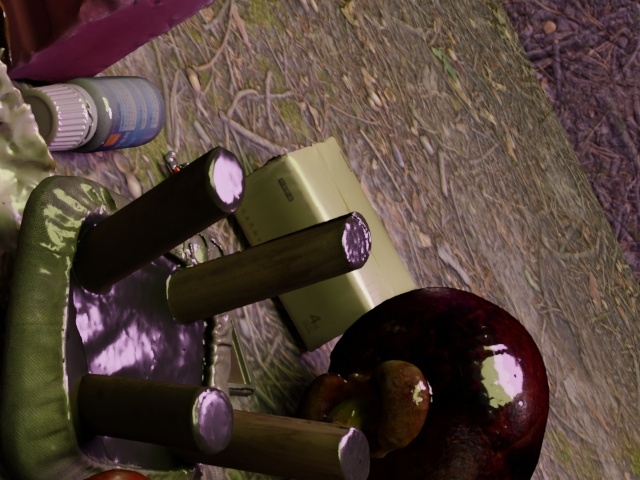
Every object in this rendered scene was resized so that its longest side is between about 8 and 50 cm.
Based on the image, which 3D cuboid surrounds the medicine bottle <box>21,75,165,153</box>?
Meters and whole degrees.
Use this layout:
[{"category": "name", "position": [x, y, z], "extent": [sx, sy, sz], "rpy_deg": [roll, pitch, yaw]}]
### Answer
[{"category": "medicine bottle", "position": [-0.250, -0.136, 1.603], "extent": [0.203, 0.083, 0.083], "rpy_deg": [-13, 76, -64]}]

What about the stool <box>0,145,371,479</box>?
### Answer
[{"category": "stool", "position": [-0.115, 0.098, 1.390], "extent": [0.310, 0.226, 0.310], "rpy_deg": [24, 63, -52]}]

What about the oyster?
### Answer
[{"category": "oyster", "position": [-0.329, -0.068, 1.387], "extent": [0.201, 0.107, 0.354], "rpy_deg": [-55, 131, -47]}]

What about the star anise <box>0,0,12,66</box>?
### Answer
[{"category": "star anise", "position": [-0.382, -0.262, 1.407], "extent": [0.099, 0.214, 0.220], "rpy_deg": [-136, -129, -76]}]

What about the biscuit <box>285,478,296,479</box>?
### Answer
[{"category": "biscuit", "position": [0.004, 0.342, 1.658], "extent": [0.124, 0.026, 0.175], "rpy_deg": [16, 51, -55]}]

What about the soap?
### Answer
[{"category": "soap", "position": [-0.278, -0.370, 1.616], "extent": [0.128, 0.233, 0.359], "rpy_deg": [14, 53, -59]}]

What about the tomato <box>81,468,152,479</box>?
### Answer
[{"category": "tomato", "position": [-0.184, 0.264, 1.246], "extent": [0.189, 0.173, 0.099], "rpy_deg": [43, 14, -31]}]

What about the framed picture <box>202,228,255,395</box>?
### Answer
[{"category": "framed picture", "position": [-0.184, 0.062, 1.605], "extent": [0.289, 0.016, 0.213], "rpy_deg": [13, 53, -57]}]

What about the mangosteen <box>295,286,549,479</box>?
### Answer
[{"category": "mangosteen", "position": [0.112, 0.198, 1.713], "extent": [0.293, 0.297, 0.297], "rpy_deg": [9, 47, -12]}]

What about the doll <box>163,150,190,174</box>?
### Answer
[{"category": "doll", "position": [-0.158, -0.060, 1.748], "extent": [0.114, 0.039, 0.057], "rpy_deg": [-105, -173, -47]}]

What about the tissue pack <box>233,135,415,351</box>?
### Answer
[{"category": "tissue pack", "position": [0.000, 0.000, 1.875], "extent": [0.234, 0.125, 0.159], "rpy_deg": [61, 26, 1]}]
